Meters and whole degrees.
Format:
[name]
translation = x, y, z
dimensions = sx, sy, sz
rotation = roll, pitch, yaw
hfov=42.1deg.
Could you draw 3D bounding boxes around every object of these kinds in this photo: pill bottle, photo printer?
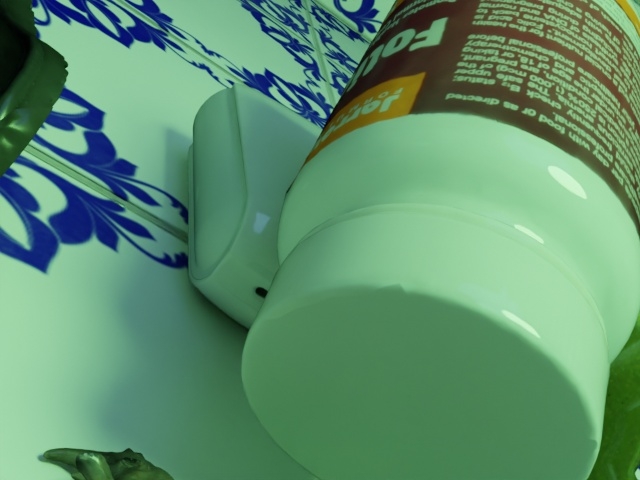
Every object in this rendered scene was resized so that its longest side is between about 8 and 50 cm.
[pill bottle]
translation = 0.102, -0.030, 0.565
dimensions = 0.224, 0.224, 0.392
rotation = 36, 43, -10
[photo printer]
translation = 0.000, 0.000, 0.758
dimensions = 0.256, 0.107, 0.307
rotation = 30, 23, -23

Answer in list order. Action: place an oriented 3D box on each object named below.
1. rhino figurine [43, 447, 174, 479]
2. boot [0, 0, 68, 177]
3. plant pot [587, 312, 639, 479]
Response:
[rhino figurine]
translation = -0.039, 0.157, 0.392
dimensions = 0.243, 0.073, 0.106
rotation = 27, 11, 20
[boot]
translation = -0.308, -0.148, 0.496
dimensions = 0.260, 0.131, 0.348
rotation = 33, 10, -36
[plant pot]
translation = 0.261, 0.169, 0.632
dimensions = 0.254, 0.276, 0.276
rotation = 25, 25, -31
